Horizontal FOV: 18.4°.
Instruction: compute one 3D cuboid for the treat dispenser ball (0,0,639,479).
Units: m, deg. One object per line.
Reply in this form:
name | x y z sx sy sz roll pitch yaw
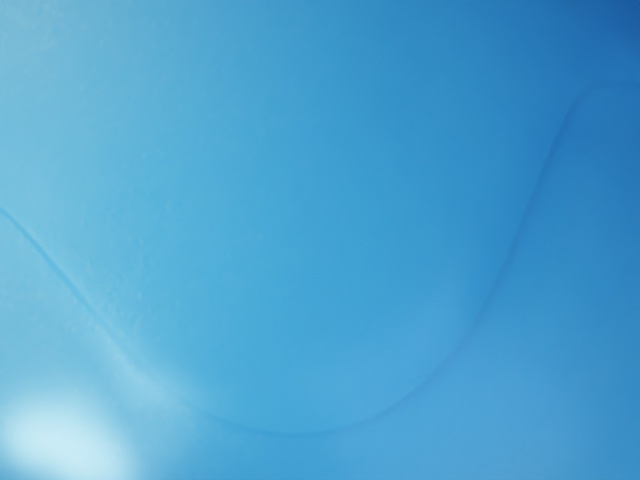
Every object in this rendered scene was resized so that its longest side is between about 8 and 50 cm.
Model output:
treat dispenser ball | 0.000 0.000 0.455 0.288 0.288 0.288 -11 122 -18
